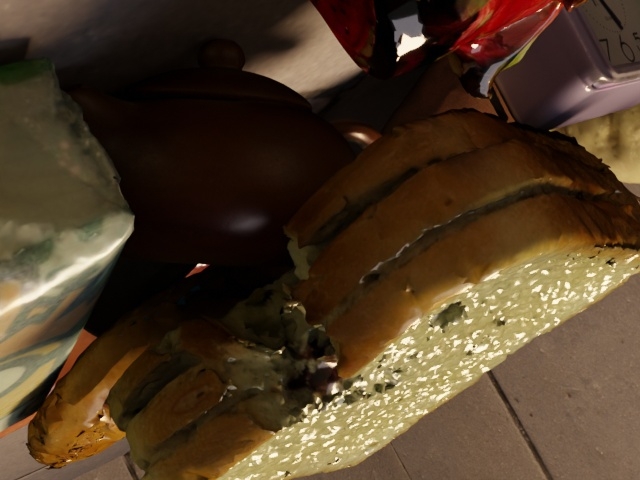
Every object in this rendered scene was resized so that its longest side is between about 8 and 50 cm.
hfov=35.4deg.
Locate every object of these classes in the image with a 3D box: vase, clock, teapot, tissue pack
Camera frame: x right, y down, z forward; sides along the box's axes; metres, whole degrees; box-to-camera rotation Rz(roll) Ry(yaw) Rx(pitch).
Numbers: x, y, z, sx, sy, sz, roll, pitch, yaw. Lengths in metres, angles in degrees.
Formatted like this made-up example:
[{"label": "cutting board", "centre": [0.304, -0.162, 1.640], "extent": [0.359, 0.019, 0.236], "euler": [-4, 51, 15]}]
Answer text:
[{"label": "vase", "centre": [-0.107, -0.016, 0.784], "extent": [0.214, 0.086, 0.086], "euler": [-35, 170, 6]}, {"label": "clock", "centre": [0.160, -0.154, 0.642], "extent": [0.073, 0.145, 0.193], "euler": [-31, 172, 41]}, {"label": "teapot", "centre": [-0.044, -0.051, 0.608], "extent": [0.252, 0.135, 0.178], "euler": [0, -173, -40]}, {"label": "tissue pack", "centre": [-0.250, 0.047, 0.547], "extent": [0.228, 0.128, 0.311], "euler": [-23, 167, -32]}]

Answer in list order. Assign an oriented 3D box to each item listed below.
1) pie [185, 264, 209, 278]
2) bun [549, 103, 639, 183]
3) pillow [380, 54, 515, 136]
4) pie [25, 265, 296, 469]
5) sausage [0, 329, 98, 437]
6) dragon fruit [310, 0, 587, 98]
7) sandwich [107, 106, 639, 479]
[{"label": "pie", "centre": [-0.085, -0.003, 0.898], "extent": [0.153, 0.038, 0.153], "euler": [-19, 151, -11]}, {"label": "bun", "centre": [0.301, -0.165, 0.896], "extent": [0.259, 0.160, 0.259], "euler": [-48, -159, 25]}, {"label": "pillow", "centre": [0.099, -0.027, 0.906], "extent": [0.308, 0.108, 0.305], "euler": [-59, 159, -7]}, {"label": "pie", "centre": [-0.104, 0.073, 0.734], "extent": [0.273, 0.069, 0.273], "euler": [-35, 180, 0]}, {"label": "sausage", "centre": [-0.383, 0.179, 0.935], "extent": [0.419, 0.094, 0.094], "euler": [-28, -175, -10]}, {"label": "dragon fruit", "centre": [0.066, -0.149, 0.382], "extent": [0.172, 0.160, 0.166], "euler": [-31, 129, -11]}, {"label": "sandwich", "centre": [0.035, 0.043, 0.564], "extent": [0.273, 0.095, 0.249], "euler": [-41, 158, 26]}]
